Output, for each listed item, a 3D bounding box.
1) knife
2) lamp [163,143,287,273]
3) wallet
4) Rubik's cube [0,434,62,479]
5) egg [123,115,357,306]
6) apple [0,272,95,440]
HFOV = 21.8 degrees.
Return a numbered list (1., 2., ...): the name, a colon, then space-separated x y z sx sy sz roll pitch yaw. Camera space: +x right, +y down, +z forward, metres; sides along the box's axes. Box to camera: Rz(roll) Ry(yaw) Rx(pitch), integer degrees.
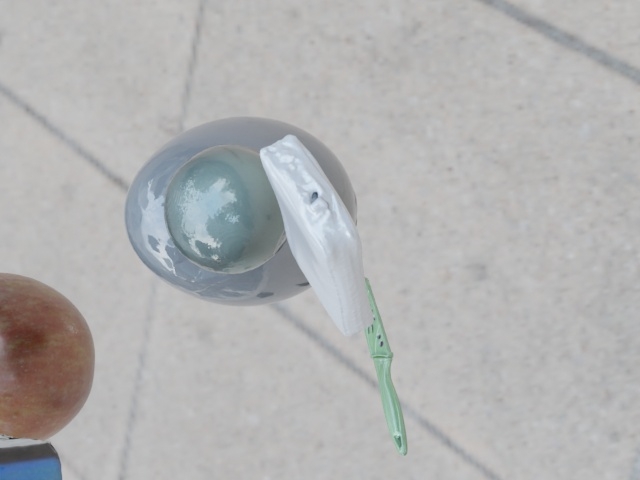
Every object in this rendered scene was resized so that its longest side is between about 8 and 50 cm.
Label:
1. knife: 0.066 0.129 1.732 0.030 0.014 0.207 -41 51 39
2. lamp: -0.072 -0.025 1.309 0.105 0.105 0.105 14 108 48
3. wallet: 0.000 0.000 1.118 0.095 0.033 0.190 57 172 20
4. Rubik's cube: -0.189 0.153 0.616 0.154 0.151 0.155 -3 89 58
5. egg: -0.075 -0.026 1.524 0.176 0.232 0.176 2 94 42
6. apple: -0.332 0.128 1.741 0.188 0.174 0.188 -1 88 33
